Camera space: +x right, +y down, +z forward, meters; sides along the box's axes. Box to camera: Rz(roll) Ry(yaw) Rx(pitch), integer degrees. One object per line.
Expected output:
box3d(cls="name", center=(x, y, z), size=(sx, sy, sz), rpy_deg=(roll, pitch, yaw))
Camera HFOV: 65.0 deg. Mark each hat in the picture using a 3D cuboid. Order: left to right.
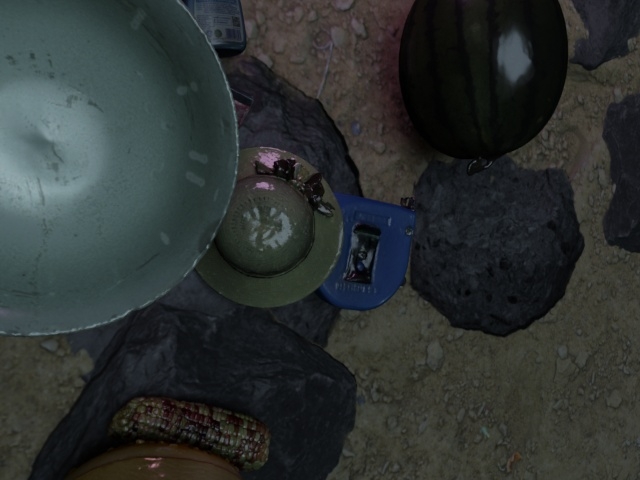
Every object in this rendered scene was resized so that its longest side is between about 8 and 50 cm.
box3d(cls="hat", center=(-0.084, -0.019, 0.734), size=(0.256, 0.130, 0.258), rpy_deg=(0, 91, -4))

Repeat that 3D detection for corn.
box3d(cls="corn", center=(-0.194, 0.295, 0.775), size=(0.253, 0.086, 0.086), rpy_deg=(22, 83, -24))

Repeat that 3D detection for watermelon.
box3d(cls="watermelon", center=(0.277, -0.297, 0.871), size=(0.278, 0.278, 0.360), rpy_deg=(-11, 97, -26))

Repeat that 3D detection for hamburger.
box3d(cls="hamburger", center=(-0.234, 0.401, 0.682), size=(0.299, 0.176, 0.301), rpy_deg=(-7, 120, -12))

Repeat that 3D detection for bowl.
box3d(cls="bowl", center=(-0.327, -0.123, 0.598), size=(0.434, 0.196, 0.436), rpy_deg=(-5, 105, -20))

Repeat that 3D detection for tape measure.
box3d(cls="tape measure", center=(0.000, 0.000, 0.851), size=(0.350, 0.097, 0.216), rpy_deg=(10, 88, -25))

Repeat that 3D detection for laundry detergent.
box3d(cls="laundry detergent", center=(-0.169, -0.386, 0.755), size=(0.096, 0.061, 0.207), rpy_deg=(-8, 97, -19))

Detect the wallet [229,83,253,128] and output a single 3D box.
box3d(cls="wallet", center=(-0.226, -0.209, 0.730), size=(0.232, 0.025, 0.119), rpy_deg=(21, 118, -26))
